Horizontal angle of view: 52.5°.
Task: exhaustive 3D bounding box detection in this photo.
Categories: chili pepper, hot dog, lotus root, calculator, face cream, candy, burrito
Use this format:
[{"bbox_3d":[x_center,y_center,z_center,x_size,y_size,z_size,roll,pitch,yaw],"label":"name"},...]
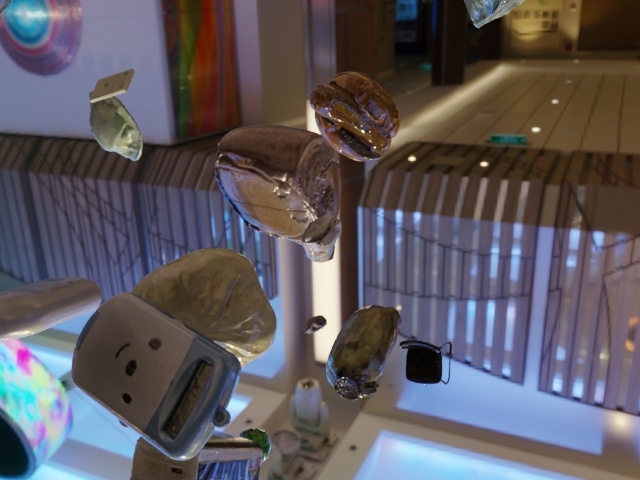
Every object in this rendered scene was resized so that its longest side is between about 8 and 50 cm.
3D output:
[{"bbox_3d":[-0.021,0.275,2.123,0.041,0.050,0.153,-27,172,33],"label":"chili pepper"},{"bbox_3d":[0.040,-0.142,0.734,0.090,0.140,0.060,-43,-138,6],"label":"hot dog"},{"bbox_3d":[0.116,0.271,1.692,0.173,0.173,0.309,8,-144,25],"label":"lotus root"},{"bbox_3d":[-0.174,0.138,0.681,0.210,0.121,0.039,26,175,27],"label":"calculator"},{"bbox_3d":[-0.473,0.112,1.014,0.143,0.071,0.291,-2,-174,13],"label":"face cream"},{"bbox_3d":[-0.192,0.519,1.614,0.097,0.097,0.323,2,167,9],"label":"candy"},{"bbox_3d":[0.000,-0.001,1.046,0.064,0.064,0.203,-2,170,-1],"label":"burrito"}]

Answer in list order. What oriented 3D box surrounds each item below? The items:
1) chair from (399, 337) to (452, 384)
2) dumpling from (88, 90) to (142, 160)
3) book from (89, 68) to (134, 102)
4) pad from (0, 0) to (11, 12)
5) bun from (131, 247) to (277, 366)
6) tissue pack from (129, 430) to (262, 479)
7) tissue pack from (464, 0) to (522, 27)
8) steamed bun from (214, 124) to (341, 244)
[{"bbox_3d":[0.337,0.394,2.111,0.140,0.145,0.221,3,172,21],"label":"chair"},{"bbox_3d":[-0.571,-0.308,1.785,0.108,0.219,0.152,-40,-157,-14],"label":"dumpling"},{"bbox_3d":[-0.514,-0.382,1.603,0.111,0.014,0.077,-10,-129,22],"label":"book"},{"bbox_3d":[-0.416,-0.390,0.946,0.211,0.003,0.143,-37,-146,16],"label":"pad"},{"bbox_3d":[-0.276,0.190,1.540,0.361,0.361,0.213,-5,-149,-9],"label":"bun"},{"bbox_3d":[-0.158,0.296,0.850,0.103,0.091,0.170,7,165,24],"label":"tissue pack"},{"bbox_3d":[0.290,-0.572,1.190,0.103,0.316,0.228,-24,-175,5],"label":"tissue pack"},{"bbox_3d":[-0.075,-0.141,1.424,0.251,0.301,0.199,17,-120,26],"label":"steamed bun"}]
